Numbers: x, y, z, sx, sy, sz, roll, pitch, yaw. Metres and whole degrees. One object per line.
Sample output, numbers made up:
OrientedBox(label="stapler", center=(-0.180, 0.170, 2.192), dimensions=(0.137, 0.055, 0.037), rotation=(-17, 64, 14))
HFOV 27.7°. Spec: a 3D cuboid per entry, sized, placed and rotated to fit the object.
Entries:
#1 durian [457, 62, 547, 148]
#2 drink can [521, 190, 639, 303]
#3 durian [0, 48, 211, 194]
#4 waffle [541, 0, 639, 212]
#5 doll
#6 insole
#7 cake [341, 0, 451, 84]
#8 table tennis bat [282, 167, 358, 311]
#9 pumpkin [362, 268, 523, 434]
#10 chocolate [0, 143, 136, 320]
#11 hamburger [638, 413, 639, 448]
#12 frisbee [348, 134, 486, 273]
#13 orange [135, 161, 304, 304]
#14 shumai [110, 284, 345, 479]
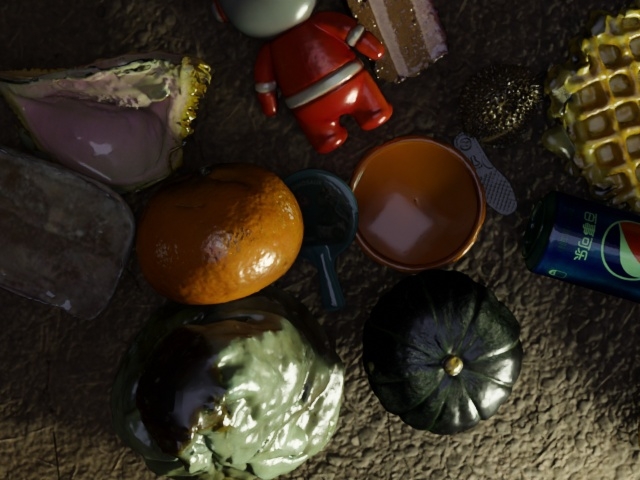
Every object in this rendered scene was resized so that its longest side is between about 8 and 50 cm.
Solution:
OrientedBox(label="durian", center=(0.253, -0.189, 1.747), dimensions=(0.140, 0.071, 0.110), rotation=(-36, 96, -2))
OrientedBox(label="drink can", center=(0.381, 0.012, 1.748), dimensions=(0.205, 0.118, 0.118), rotation=(16, 96, -4))
OrientedBox(label="durian", center=(-0.274, -0.150, 1.707), dimensions=(0.305, 0.185, 0.195), rotation=(-5, 109, 14))
OrientedBox(label="waffle", center=(0.450, -0.185, 1.752), dimensions=(0.329, 0.062, 0.329), rotation=(0, 98, -1))
OrientedBox(label="doll", center=(-0.038, -0.281, 1.712), dimensions=(0.200, 0.105, 0.336), rotation=(-27, 102, 29))
OrientedBox(label="insole", center=(0.227, -0.092, 1.790), dimensions=(0.045, 0.002, 0.135), rotation=(-33, 96, 3))
OrientedBox(label="cake", center=(0.074, -0.352, 1.713), dimensions=(0.116, 0.113, 0.295), rotation=(-24, 102, 4))
OrientedBox(label="table tennis bat", center=(0.000, 0.000, 1.779), dimensions=(0.124, 0.033, 0.201), rotation=(-10, 98, 15))
OrientedBox(label="pumpkin", center=(0.162, 0.148, 1.739), dimensions=(0.221, 0.162, 0.220), rotation=(-1, 100, -5))
OrientedBox(label="chocolate", center=(-0.387, -0.030, 1.718), dimensions=(0.303, 0.100, 0.185), rotation=(24, 102, 6))
OrientedBox(label="hamburger", center=(0.588, 0.248, 1.751), dimensions=(0.314, 0.170, 0.289), rotation=(12, 99, -3))
OrientedBox(label="frisbee", center=(0.129, -0.050, 1.775), dimensions=(0.192, 0.035, 0.192), rotation=(2, 102, 8))
OrientedBox(label="orange", center=(-0.132, -0.012, 1.684), dimensions=(0.224, 0.224, 0.170), rotation=(-17, 102, 1))
OrientedBox(label="shumai", center=(-0.122, 0.214, 1.692), dimensions=(0.304, 0.263, 0.309), rotation=(33, 95, -2))
